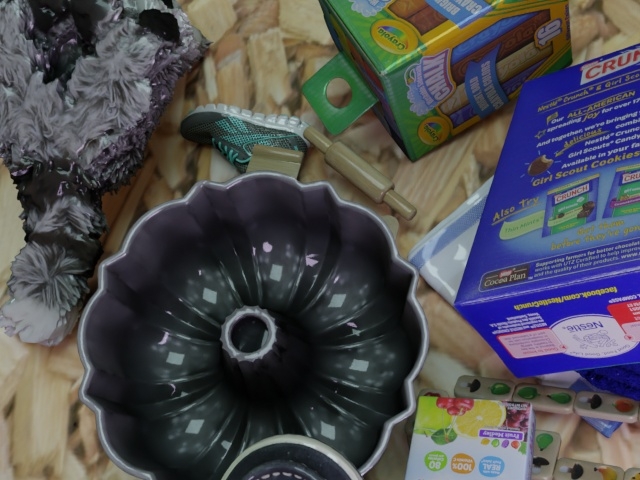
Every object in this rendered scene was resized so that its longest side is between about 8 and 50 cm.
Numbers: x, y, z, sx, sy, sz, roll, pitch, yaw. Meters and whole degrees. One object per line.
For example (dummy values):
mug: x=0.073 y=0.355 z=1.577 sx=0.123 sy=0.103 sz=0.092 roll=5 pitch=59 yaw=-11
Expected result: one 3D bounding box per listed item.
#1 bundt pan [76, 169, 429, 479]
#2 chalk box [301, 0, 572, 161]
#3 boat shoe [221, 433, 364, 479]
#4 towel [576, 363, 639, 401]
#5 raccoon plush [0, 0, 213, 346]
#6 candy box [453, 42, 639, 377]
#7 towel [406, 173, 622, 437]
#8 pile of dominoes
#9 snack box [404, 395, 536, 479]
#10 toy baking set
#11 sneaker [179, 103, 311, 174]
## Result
bundt pan: x=-0.058 y=0.105 z=0.892 sx=0.330 sy=0.124 sz=0.331 roll=-3 pitch=69 yaw=7
chalk box: x=0.112 y=-0.231 z=1.044 sx=0.289 sy=0.179 sz=0.180 roll=-31 pitch=59 yaw=-1
boat shoe: x=-0.055 y=0.382 z=0.647 sx=0.186 sy=0.156 sz=0.500 roll=8 pitch=68 yaw=14
towel: x=0.379 y=0.018 z=0.834 sx=0.308 sy=0.076 sz=0.227 roll=-52 pitch=33 yaw=-18
raccoon plush: x=-0.280 y=-0.125 z=1.093 sx=0.216 sy=0.299 sz=0.447 roll=22 pitch=96 yaw=3
candy box: x=0.292 y=-0.048 z=0.823 sx=0.268 sy=0.122 sz=0.317 roll=-15 pitch=38 yaw=40
towel: x=0.254 y=0.039 z=0.959 sx=0.209 sy=0.034 sz=0.285 roll=-39 pitch=62 yaw=-14
pile of dominoes: x=0.198 y=0.185 z=0.807 sx=0.251 sy=0.040 sz=0.196 roll=4 pitch=35 yaw=25
snack box: x=0.122 y=0.201 z=0.766 sx=0.100 sy=0.037 sz=0.141 roll=-1 pitch=52 yaw=22
toy baking set: x=0.003 y=-0.006 z=1.007 sx=0.256 sy=0.030 sz=0.197 roll=36 pitch=80 yaw=18
sneaker: x=-0.092 y=-0.112 z=1.084 sx=0.166 sy=0.065 sz=0.076 roll=8 pitch=64 yaw=15
